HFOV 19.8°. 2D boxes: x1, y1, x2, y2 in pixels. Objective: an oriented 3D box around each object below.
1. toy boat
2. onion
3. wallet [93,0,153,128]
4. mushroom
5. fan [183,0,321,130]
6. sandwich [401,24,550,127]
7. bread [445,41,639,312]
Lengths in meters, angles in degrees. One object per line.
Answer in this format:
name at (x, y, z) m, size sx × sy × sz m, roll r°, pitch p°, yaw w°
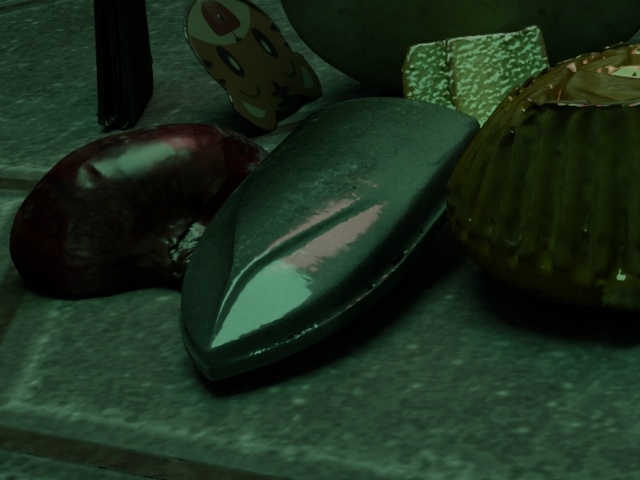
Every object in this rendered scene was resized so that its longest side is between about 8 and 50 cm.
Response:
toy boat at (0.000, 0.000, 1.195) m, size 0.141 × 0.092 × 0.319 m, roll 3°, pitch 29°, yaw 27°
onion at (-0.118, -0.030, 1.302) m, size 0.206 × 0.098 × 0.151 m, roll -15°, pitch 19°, yaw -20°
wallet at (-0.187, -0.275, 1.690) m, size 0.044 × 0.317 × 0.169 m, roll -2°, pitch 20°, yaw 0°
mushroom at (0.135, -0.258, 1.586) m, size 0.352 × 0.260 × 0.352 m, roll -7°, pitch 12°, yaw 2°
fan at (-0.093, -0.200, 1.649) m, size 0.008 × 0.226 × 0.152 m, roll -41°, pitch -2°, yaw 33°
sandwich at (0.129, -0.072, 1.453) m, size 0.117 × 0.144 × 0.187 m, roll -7°, pitch -16°, yaw 4°
bread at (0.190, -0.043, 1.156) m, size 0.240 × 0.139 × 0.240 m, roll -5°, pitch 17°, yaw 2°
